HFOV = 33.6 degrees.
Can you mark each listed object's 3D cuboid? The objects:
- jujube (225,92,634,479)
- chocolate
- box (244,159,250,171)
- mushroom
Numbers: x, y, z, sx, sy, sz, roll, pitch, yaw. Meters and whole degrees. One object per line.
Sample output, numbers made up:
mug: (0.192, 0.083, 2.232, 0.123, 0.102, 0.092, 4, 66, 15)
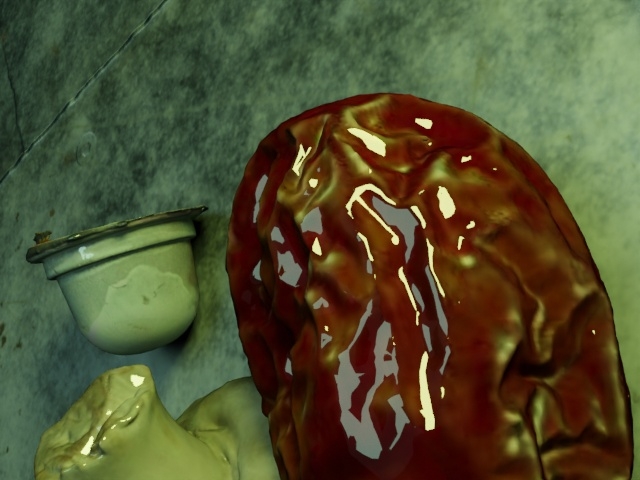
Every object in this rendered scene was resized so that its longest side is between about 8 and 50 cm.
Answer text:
jujube: (0.075, 0.072, 0.782, 0.276, 0.276, 0.377, -28, 61, 36)
chocolate: (-0.211, 0.050, 1.151, 0.221, 0.221, 0.147, -8, 92, 43)
box: (0.000, 0.000, 1.028, 0.160, 0.050, 0.230, -25, 62, 37)
mushroom: (-0.105, 0.241, 0.880, 0.297, 0.290, 0.298, -40, 30, 29)
